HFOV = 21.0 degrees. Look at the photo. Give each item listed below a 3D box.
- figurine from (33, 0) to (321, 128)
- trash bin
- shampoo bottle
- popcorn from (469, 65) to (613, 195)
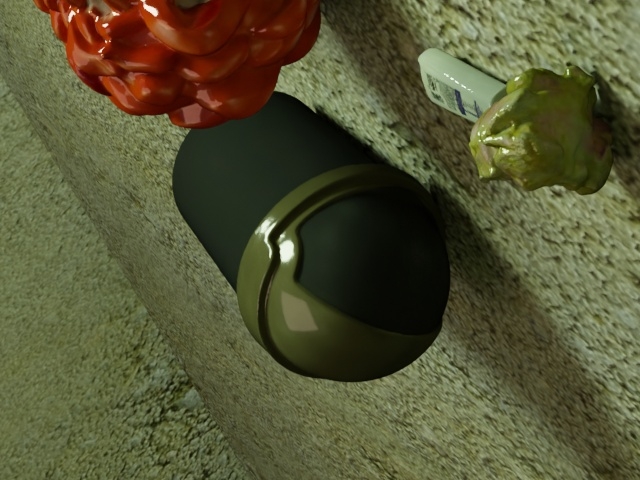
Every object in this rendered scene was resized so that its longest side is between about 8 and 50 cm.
[{"bbox_3d":[-0.137,-0.300,1.411,0.306,0.241,0.412,19,133,22],"label":"figurine"},{"bbox_3d":[0.000,0.000,1.648,0.334,0.214,0.214,51,168,51],"label":"trash bin"},{"bbox_3d":[0.126,-0.106,1.315,0.141,0.034,0.049,37,151,51],"label":"shampoo bottle"},{"bbox_3d":[0.150,-0.073,1.191,0.097,0.109,0.089,-3,92,35],"label":"popcorn"}]
